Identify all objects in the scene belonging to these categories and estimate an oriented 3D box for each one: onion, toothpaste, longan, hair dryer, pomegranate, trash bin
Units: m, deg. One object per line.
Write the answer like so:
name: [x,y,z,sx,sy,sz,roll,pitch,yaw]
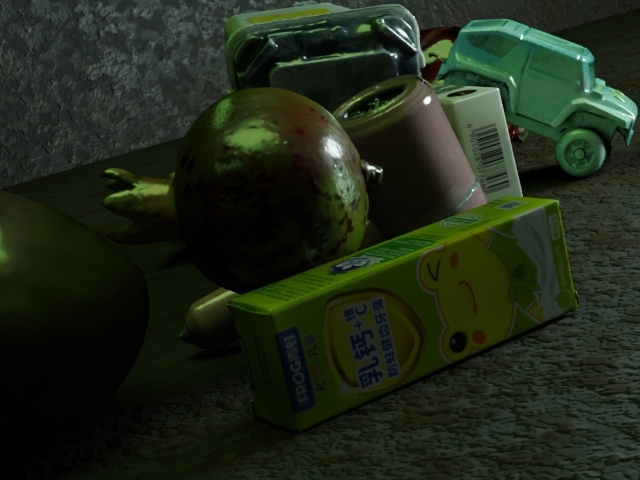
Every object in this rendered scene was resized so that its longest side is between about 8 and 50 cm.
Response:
onion: [0.204,-0.216,2.054,0.221,0.281,0.281,-55,4,14]
toothpaste: [0.082,0.057,1.158,0.327,0.110,0.077,-20,16,-28]
longan: [-0.297,0.072,1.184,0.300,0.243,0.300,2,21,-1]
hair dryer: [0.000,0.000,1.353,0.352,0.210,0.125,-30,19,-6]
pomegranate: [-0.073,-0.052,1.208,0.246,0.198,0.198,20,21,11]
trash bin: [-0.012,-0.179,1.763,0.255,0.296,0.368,-11,20,-9]

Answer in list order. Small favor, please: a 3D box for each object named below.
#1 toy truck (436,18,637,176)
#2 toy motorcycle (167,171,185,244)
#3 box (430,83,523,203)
toy truck: [0.304,-0.203,1.823,0.278,0.156,0.155,21,19,8]
toy motorcycle: [-0.146,-0.047,1.881,0.222,0.108,0.340,-10,18,-14]
box: [0.173,-0.119,1.730,0.069,0.164,0.256,-17,13,-14]
